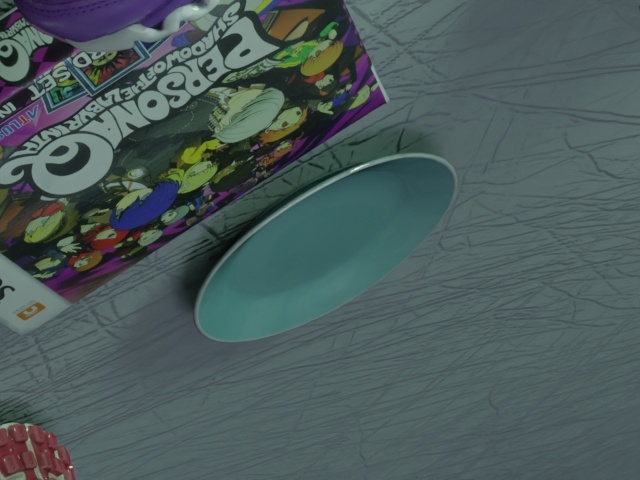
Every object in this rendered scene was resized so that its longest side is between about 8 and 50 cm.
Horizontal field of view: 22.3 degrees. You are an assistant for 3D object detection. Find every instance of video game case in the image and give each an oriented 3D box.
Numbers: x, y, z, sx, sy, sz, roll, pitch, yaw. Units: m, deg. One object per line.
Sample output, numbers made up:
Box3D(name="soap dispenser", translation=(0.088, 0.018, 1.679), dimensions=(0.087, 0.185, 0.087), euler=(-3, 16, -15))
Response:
Box3D(name="video game case", translation=(-0.090, -0.055, 0.751), dimensions=(0.232, 0.042, 0.210), euler=(-33, 159, 0))

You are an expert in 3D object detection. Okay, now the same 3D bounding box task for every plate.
Box3D(name="plate", translation=(0.000, 0.000, 1.006), dimensions=(0.188, 0.024, 0.188), euler=(-27, 156, -13))

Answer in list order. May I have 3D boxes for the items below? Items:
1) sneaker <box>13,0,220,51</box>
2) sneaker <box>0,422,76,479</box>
Box3D(name="sneaker", translation=(-0.040, -0.167, 0.535), dimensions=(0.236, 0.095, 0.104), euler=(-46, 148, 20))
Box3D(name="sneaker", translation=(-0.247, 0.171, 0.949), dimensions=(0.112, 0.121, 0.299), euler=(-10, 170, 29))
